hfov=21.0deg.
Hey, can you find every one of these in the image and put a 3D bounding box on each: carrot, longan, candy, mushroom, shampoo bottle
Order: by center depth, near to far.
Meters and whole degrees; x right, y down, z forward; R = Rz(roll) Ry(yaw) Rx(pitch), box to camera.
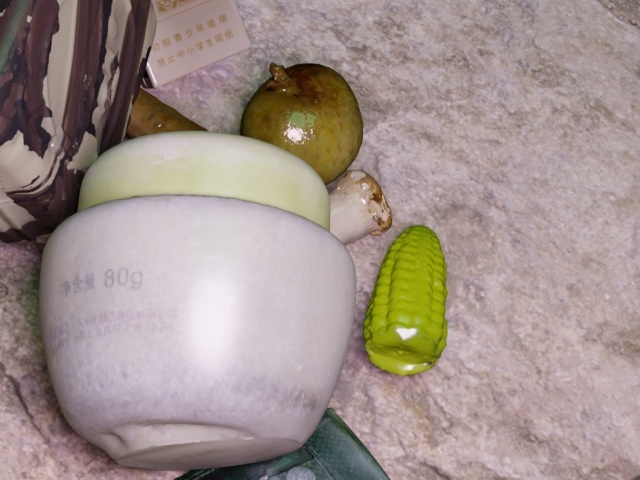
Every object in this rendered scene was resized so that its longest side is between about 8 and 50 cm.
[{"bbox_3d":[-0.125,0.069,1.756,0.322,0.322,0.317,10,66,-14],"label":"shampoo bottle"},{"bbox_3d":[0.105,0.059,1.994,0.097,0.096,0.209,19,45,-7],"label":"candy"},{"bbox_3d":[0.000,0.000,2.011,0.209,0.071,0.084,-40,110,-32],"label":"mushroom"},{"bbox_3d":[-0.025,-0.141,2.032,0.145,0.176,0.154,-13,37,5],"label":"longan"},{"bbox_3d":[-0.219,-0.158,2.037,0.298,0.078,0.078,41,54,14],"label":"carrot"}]

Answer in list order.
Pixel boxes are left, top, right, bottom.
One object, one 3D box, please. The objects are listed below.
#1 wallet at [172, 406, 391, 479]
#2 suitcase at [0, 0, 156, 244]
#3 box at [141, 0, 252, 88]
[{"bbox_3d":[-0.042,0.279,1.817,0.236,0.055,0.160,-22,61,-30],"label":"wallet"},{"bbox_3d":[-0.338,-0.206,1.840,0.194,0.339,0.351,1,62,23],"label":"suitcase"},{"bbox_3d":[-0.183,-0.298,2.072,0.141,0.058,0.201,-26,103,-17],"label":"box"}]
